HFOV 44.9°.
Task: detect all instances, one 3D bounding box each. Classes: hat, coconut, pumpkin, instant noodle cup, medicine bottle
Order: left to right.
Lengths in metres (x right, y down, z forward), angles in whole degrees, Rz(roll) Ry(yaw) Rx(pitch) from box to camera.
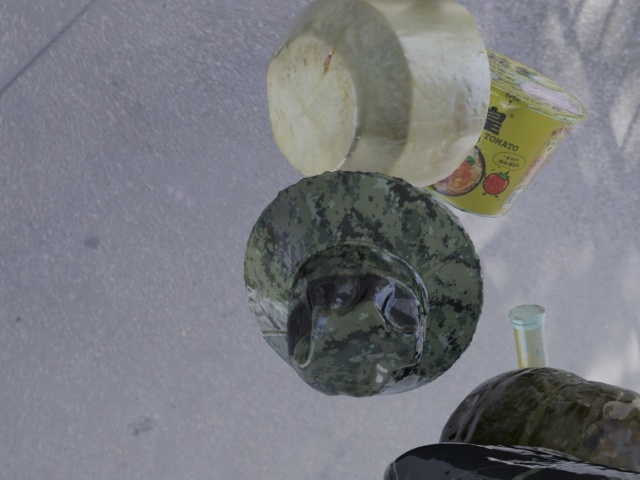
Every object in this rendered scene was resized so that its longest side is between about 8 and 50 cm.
[{"bbox_3d":[0.036,0.076,0.744,0.266,0.128,0.265,4,119,7],"label":"hat"},{"bbox_3d":[0.089,-0.216,1.116,0.323,0.323,0.322,-10,117,-19],"label":"coconut"},{"bbox_3d":[0.320,-0.216,1.535,0.326,0.325,0.254,10,121,-27],"label":"instant noodle cup"},{"bbox_3d":[0.438,0.242,1.595,0.074,0.074,0.218,-18,110,-15],"label":"medicine bottle"},{"bbox_3d":[0.275,0.264,0.738,0.325,0.232,0.242,25,79,4],"label":"pumpkin"}]

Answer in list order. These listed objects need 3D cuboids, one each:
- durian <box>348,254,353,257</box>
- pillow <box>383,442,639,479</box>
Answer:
[{"bbox_3d":[0.000,0.000,1.406,0.168,0.137,0.158,7,129,-8],"label":"durian"},{"bbox_3d":[0.155,0.165,0.403,0.162,0.335,0.092,7,81,-22],"label":"pillow"}]
